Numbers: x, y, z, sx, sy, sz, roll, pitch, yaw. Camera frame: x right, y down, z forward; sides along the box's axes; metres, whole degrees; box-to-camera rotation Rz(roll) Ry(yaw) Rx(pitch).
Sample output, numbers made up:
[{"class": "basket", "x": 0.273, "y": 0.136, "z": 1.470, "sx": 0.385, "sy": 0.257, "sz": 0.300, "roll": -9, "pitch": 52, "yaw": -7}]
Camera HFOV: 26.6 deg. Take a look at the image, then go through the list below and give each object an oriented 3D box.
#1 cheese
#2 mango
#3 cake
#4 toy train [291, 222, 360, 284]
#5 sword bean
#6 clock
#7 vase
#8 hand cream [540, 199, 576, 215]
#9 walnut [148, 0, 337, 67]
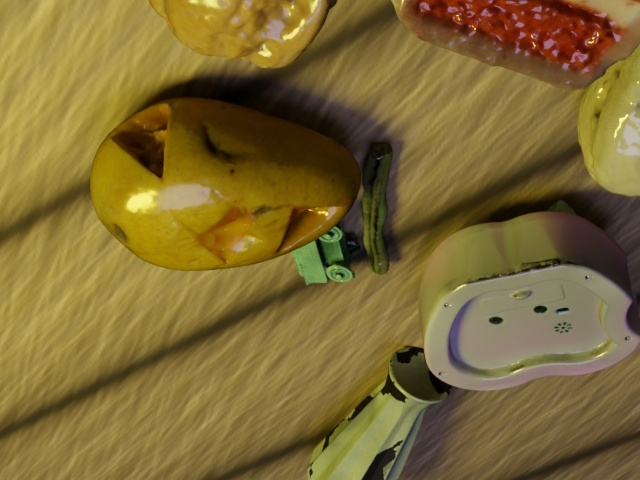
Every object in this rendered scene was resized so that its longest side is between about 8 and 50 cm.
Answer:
[{"class": "cheese", "x": 0.417, "y": -0.184, "z": 1.708, "sx": 0.248, "sy": 0.173, "sz": 0.251, "roll": -36, "pitch": 132, "yaw": 21}, {"class": "mango", "x": -0.125, "y": -0.077, "z": 1.813, "sx": 0.365, "sy": 0.182, "sz": 0.253, "roll": -5, "pitch": 138, "yaw": -16}, {"class": "cake", "x": 0.232, "y": -0.339, "z": 1.469, "sx": 0.309, "sy": 0.230, "sz": 0.237, "roll": 18, "pitch": 137, "yaw": -23}, {"class": "toy train", "x": 0.000, "y": 0.000, "z": 1.985, "sx": 0.099, "sy": 0.070, "sz": 0.172, "roll": -1, "pitch": 141, "yaw": 13}, {"class": "sword bean", "x": 0.083, "y": -0.041, "z": 1.964, "sx": 0.043, "sy": 0.038, "sz": 0.269, "roll": 17, "pitch": 143, "yaw": 16}, {"class": "clock", "x": 0.306, "y": 0.105, "z": 2.015, "sx": 0.339, "sy": 0.102, "sz": 0.338, "roll": -1, "pitch": 139, "yaw": -1}, {"class": "vase", "x": 0.100, "y": 0.338, "z": 2.332, "sx": 0.165, "sy": 0.165, "sz": 0.360, "roll": 12, "pitch": 134, "yaw": -18}, {"class": "hand cream", "x": 0.296, "y": 0.012, "z": 2.028, "sx": 0.205, "sy": 0.050, "sz": 0.078, "roll": -39, "pitch": 90, "yaw": 34}, {"class": "walnut", "x": -0.073, "y": -0.318, "z": 1.481, "sx": 0.224, "sy": 0.257, "sz": 0.257, "roll": -18, "pitch": 152, "yaw": -36}]
